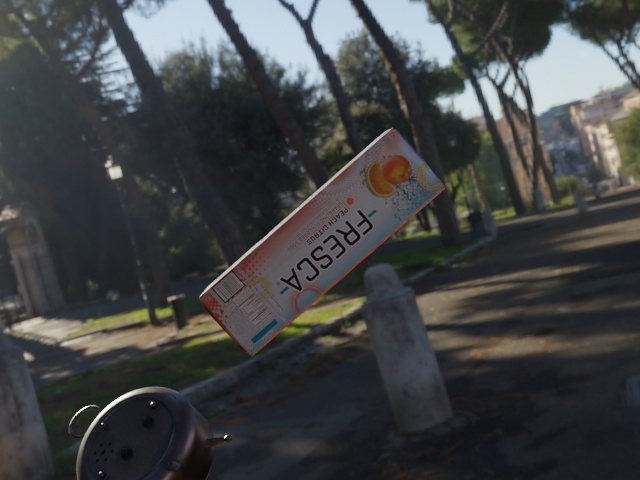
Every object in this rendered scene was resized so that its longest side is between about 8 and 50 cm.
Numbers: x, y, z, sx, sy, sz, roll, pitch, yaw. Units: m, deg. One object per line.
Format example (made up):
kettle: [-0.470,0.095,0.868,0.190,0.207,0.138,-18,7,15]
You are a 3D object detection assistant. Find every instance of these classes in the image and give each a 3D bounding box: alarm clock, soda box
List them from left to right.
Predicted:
alarm clock: [-0.189,0.204,0.782,0.192,0.064,0.129,12,57,38]
soda box: [0.000,0.000,0.570,0.183,0.058,0.063,-40,4,2]
